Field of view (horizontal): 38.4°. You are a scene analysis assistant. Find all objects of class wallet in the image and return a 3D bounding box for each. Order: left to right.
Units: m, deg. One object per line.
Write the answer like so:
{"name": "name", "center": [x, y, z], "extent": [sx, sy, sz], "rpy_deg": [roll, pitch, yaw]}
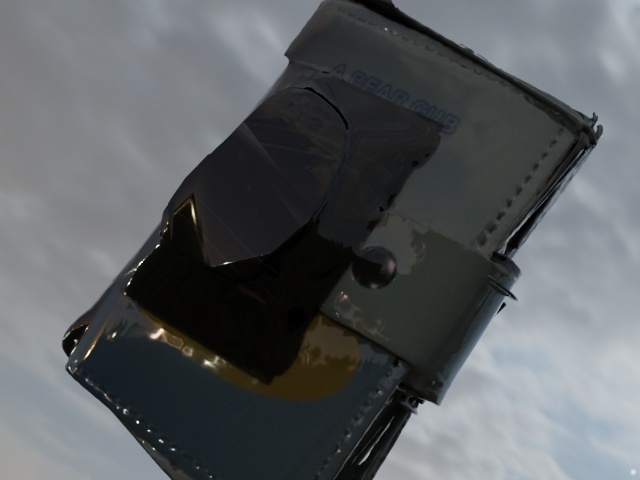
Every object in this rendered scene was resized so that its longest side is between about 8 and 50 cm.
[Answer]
{"name": "wallet", "center": [0.000, 0.000, 0.403], "extent": [0.170, 0.231, 0.069], "rpy_deg": [34, -8, 31]}
